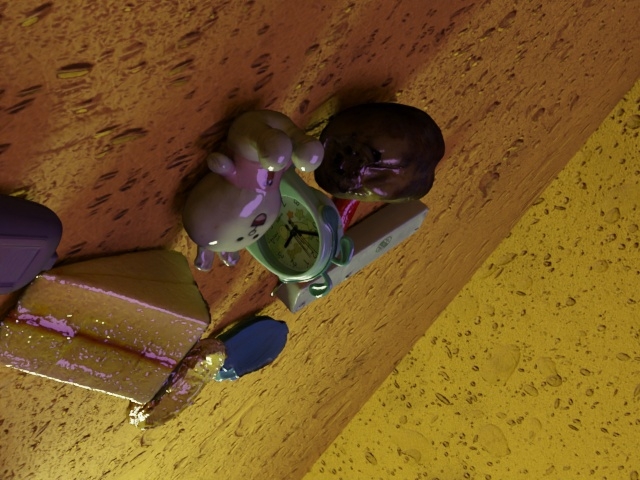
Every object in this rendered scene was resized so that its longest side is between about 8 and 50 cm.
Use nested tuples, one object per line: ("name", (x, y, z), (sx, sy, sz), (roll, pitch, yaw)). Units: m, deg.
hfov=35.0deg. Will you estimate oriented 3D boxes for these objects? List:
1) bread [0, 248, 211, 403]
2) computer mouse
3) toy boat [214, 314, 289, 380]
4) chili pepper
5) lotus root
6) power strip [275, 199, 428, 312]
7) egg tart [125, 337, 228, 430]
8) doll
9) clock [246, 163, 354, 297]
("bread", (-0.296, 0.080, 1.319), (0.264, 0.163, 0.168), (25, 114, -39))
("computer mouse", (-0.350, 0.006, 0.992), (0.120, 0.057, 0.232), (-51, 159, 18))
("toy boat", (-0.145, 0.196, 1.887), (0.102, 0.088, 0.215), (-14, -170, 44))
("chili pepper", (0.000, 0.000, 1.782), (0.272, 0.063, 0.071), (-51, 175, 10))
("lotus root", (0.093, -0.133, 1.530), (0.275, 0.160, 0.152), (-7, 108, -64))
("power strip", (0.073, 0.013, 1.968), (0.385, 0.062, 0.091), (-33, 159, -34))
("egg tart", (-0.245, 0.223, 1.674), (0.212, 0.090, 0.213), (-38, 163, -14))
("doll", (-0.100, -0.071, 1.320), (0.154, 0.113, 0.275), (-16, 155, -41))
("clock", (-0.033, -0.012, 1.458), (0.060, 0.188, 0.148), (-21, 153, -52))
